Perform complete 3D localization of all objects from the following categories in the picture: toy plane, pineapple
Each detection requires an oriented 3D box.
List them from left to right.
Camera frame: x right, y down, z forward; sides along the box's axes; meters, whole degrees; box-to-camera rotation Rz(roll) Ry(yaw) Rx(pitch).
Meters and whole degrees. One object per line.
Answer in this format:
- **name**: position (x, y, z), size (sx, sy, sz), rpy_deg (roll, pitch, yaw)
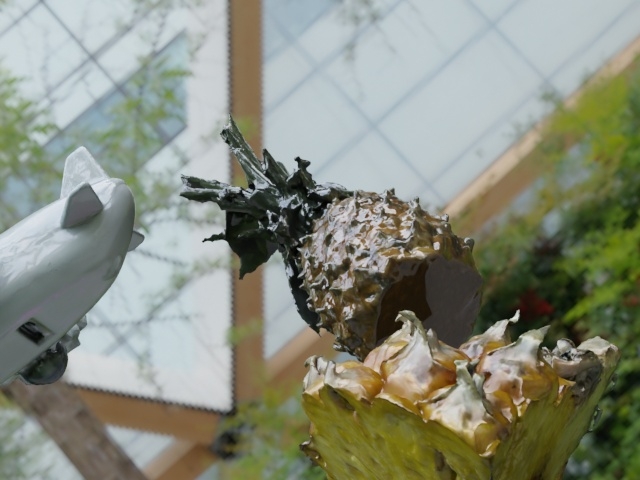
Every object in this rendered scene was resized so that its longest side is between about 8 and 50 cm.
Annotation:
- **toy plane**: position (-0.268, 0.040, 1.275), size (0.266, 0.122, 0.267), rpy_deg (-32, -30, -21)
- **pineapple**: position (0.003, 0.002, 1.380), size (0.165, 0.364, 0.166), rpy_deg (-13, -64, -29)
- **pineapple**: position (0.076, 0.087, 0.799), size (0.164, 0.139, 0.250), rpy_deg (-55, -25, -16)
